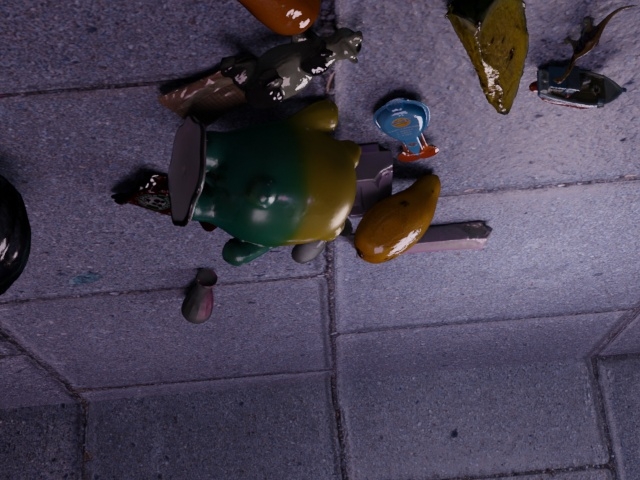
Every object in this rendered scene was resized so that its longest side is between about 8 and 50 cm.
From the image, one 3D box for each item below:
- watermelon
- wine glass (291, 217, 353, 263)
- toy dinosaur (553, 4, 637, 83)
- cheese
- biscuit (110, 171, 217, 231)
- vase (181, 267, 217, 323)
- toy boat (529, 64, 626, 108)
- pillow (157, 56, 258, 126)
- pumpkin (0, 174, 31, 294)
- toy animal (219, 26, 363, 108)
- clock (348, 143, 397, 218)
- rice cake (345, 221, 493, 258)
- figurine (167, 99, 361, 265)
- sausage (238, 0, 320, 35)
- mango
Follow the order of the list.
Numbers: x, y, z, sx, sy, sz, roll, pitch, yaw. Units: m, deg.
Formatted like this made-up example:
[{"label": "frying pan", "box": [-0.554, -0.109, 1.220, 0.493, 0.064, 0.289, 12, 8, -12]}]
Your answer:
[{"label": "watermelon", "box": [0.265, -0.309, 1.383, 0.123, 0.129, 0.301, -10, 162, 17]}, {"label": "wine glass", "box": [0.000, 0.000, 2.132, 0.066, 0.066, 0.198, 9, 153, -29]}, {"label": "toy dinosaur", "box": [0.442, -0.338, 1.468, 0.037, 0.058, 0.180, -1, 145, -29]}, {"label": "cheese", "box": [0.168, -0.211, 1.711, 0.106, 0.037, 0.256, -10, 158, 14]}, {"label": "biscuit", "box": [-0.308, -0.085, 1.866, 0.235, 0.063, 0.151, 12, 151, -29]}, {"label": "vase", "box": [-0.320, 0.145, 2.385, 0.086, 0.086, 0.214, 2, 151, -16]}, {"label": "toy boat", "box": [0.462, -0.274, 1.582, 0.173, 0.069, 0.059, 7, 163, -15]}, {"label": "pillow", "box": [-0.168, -0.256, 1.539, 0.211, 0.034, 0.135, -18, 152, 24]}, {"label": "pumpkin", "box": [-0.744, -0.014, 1.692, 0.363, 0.266, 0.363, -1, 154, -1]}, {"label": "toy animal", "box": [-0.038, -0.284, 1.415, 0.225, 0.094, 0.121, -29, 162, 9]}, {"label": "clock", "box": [0.034, -0.115, 1.843, 0.253, 0.083, 0.186, -6, 157, 2]}, {"label": "rice cake", "box": [0.244, 0.001, 2.193, 0.365, 0.056, 0.073, -5, 155, -1]}, {"label": "figurine", "box": [-0.088, -0.105, 1.604, 0.340, 0.324, 0.231, 4, -165, -27]}, {"label": "sausage", "box": [-0.082, -0.363, 1.238, 0.098, 0.098, 0.238, -17, 155, 25]}, {"label": "mango", "box": [0.174, -0.041, 1.873, 0.262, 0.109, 0.157, -36, 154, -29]}]
